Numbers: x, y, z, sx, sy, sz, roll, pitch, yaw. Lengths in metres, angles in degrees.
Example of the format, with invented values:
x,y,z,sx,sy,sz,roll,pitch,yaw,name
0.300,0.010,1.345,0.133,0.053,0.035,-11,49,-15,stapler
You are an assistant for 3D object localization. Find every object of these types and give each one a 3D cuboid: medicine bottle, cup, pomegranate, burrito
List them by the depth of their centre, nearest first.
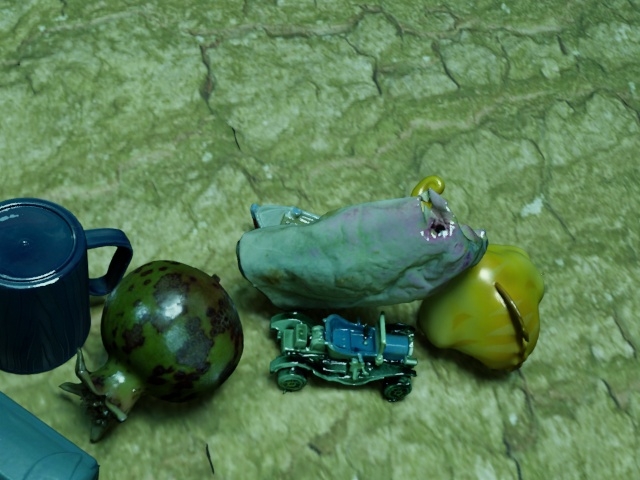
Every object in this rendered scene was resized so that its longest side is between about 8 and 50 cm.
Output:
x,y,z,sx,sy,sz,roll,pitch,yaw,name
-0.302,0.183,0.734,0.258,0.079,0.124,33,51,13,medicine bottle
-0.156,0.094,0.811,0.169,0.148,0.148,-25,62,-33,pomegranate
-0.267,0.031,0.829,0.113,0.138,0.150,32,51,11,cup
0.045,0.019,0.869,0.229,0.144,0.089,-12,61,27,burrito

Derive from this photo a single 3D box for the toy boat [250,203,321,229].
x,y,z,sx,sy,sz,roll,pitch,yaw,name
0.000,0.000,0.981,0.173,0.058,0.069,21,49,2,toy boat

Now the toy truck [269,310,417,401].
x,y,z,sx,sy,sz,roll,pitch,yaw,name
0.026,0.108,0.889,0.154,0.078,0.080,6,49,-10,toy truck

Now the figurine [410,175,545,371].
x,y,z,sx,sy,sz,roll,pitch,yaw,name
0.160,0.039,0.963,0.156,0.131,0.246,-28,48,-11,figurine
